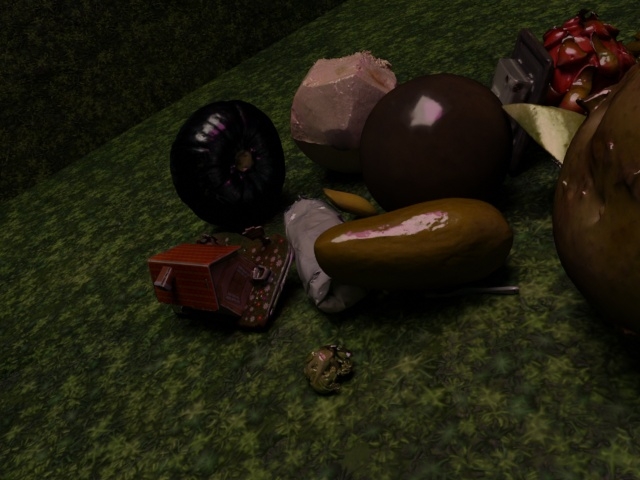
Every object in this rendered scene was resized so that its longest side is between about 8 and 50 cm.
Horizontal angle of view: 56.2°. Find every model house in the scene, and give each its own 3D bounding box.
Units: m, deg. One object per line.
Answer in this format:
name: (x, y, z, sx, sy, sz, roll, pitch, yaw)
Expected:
model house: (-0.223, 0.049, 1.207, 0.294, 0.154, 0.207, 2, 65, 39)

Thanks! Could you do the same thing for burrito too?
burrito: (0.000, 0.000, 1.248, 0.139, 0.101, 0.445, -28, 30, 0)

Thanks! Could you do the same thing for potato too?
potato: (0.448, -0.047, 0.747, 0.319, 0.385, 0.442, -27, 15, 25)

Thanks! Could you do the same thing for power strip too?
power strip: (0.411, -0.311, 1.309, 0.092, 0.257, 0.251, 11, 33, 4)

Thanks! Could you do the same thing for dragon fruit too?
dragon fruit: (0.559, -0.357, 1.320, 0.307, 0.243, 0.227, -25, -16, -41)

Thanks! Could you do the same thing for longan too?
longan: (0.230, -0.184, 1.199, 0.319, 0.319, 0.319, -17, 30, 11)

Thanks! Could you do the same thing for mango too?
mango: (0.160, 0.014, 1.016, 0.332, 0.195, 0.142, -8, 67, 4)

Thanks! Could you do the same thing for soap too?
soap: (0.058, -0.083, 1.313, 0.089, 0.168, 0.033, 43, 113, 46)

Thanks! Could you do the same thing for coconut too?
coconut: (0.076, -0.324, 1.527, 0.297, 0.297, 0.309, -14, 31, 16)

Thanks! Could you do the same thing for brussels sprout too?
brussels sprout: (0.013, 0.201, 0.968, 0.085, 0.058, 0.085, -3, 31, 2)

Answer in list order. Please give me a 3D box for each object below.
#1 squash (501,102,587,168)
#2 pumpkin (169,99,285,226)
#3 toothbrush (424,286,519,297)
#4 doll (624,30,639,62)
squash: (0.441, -0.132, 1.060, 0.204, 0.237, 0.155, 1, 66, 66)
pumpkin: (-0.235, -0.189, 1.516, 0.238, 0.315, 0.315, 0, 37, 51)
toothbrush: (0.254, 0.089, 1.017, 0.162, 0.014, 0.017, -4, 48, 30)
doll: (0.837, -0.495, 1.466, 0.137, 0.097, 0.209, -37, 27, -11)
